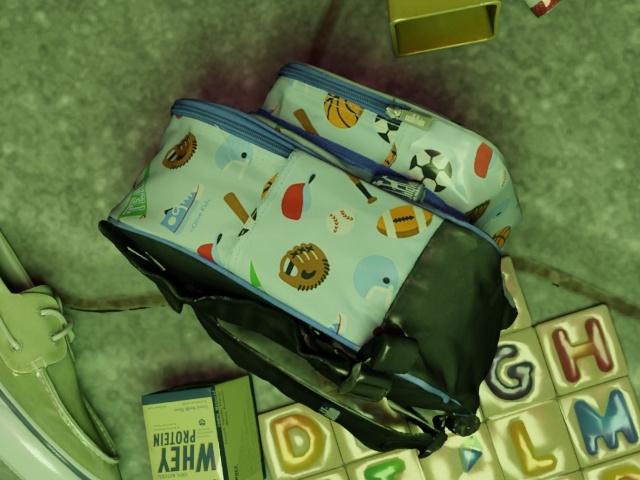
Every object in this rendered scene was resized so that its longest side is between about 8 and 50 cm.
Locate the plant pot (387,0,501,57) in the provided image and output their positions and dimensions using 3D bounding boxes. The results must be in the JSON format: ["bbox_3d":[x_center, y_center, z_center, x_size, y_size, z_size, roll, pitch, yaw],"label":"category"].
[{"bbox_3d":[0.086,-0.195,0.878,0.081,0.081,0.083,-10,80,5],"label":"plant pot"}]

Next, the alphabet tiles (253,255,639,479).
[{"bbox_3d":[0.116,0.200,0.898,0.285,0.011,0.342,-18,87,5],"label":"alphabet tiles"}]

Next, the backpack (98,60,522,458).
[{"bbox_3d":[0.000,0.000,0.795,0.263,0.276,0.213,20,76,18],"label":"backpack"}]

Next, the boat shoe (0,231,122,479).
[{"bbox_3d":[-0.238,0.071,0.886,0.094,0.109,0.302,-40,83,1],"label":"boat shoe"}]

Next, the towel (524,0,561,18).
[{"bbox_3d":[0.153,-0.365,0.865,0.237,0.037,0.329,-38,95,8],"label":"towel"}]

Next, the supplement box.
[{"bbox_3d":[-0.085,0.147,0.875,0.056,0.083,0.083,-10,88,17],"label":"supplement box"}]
